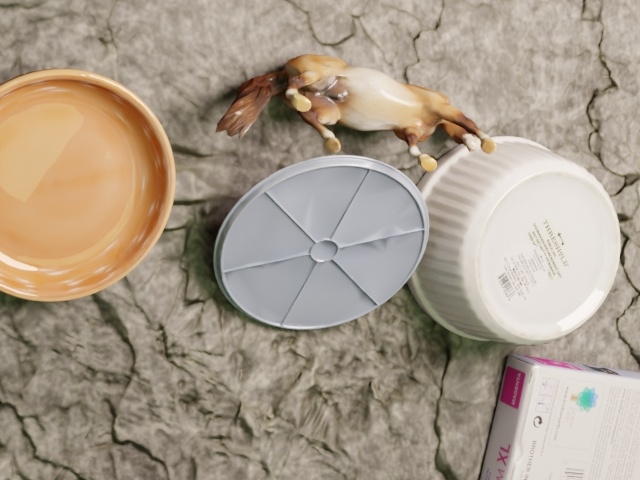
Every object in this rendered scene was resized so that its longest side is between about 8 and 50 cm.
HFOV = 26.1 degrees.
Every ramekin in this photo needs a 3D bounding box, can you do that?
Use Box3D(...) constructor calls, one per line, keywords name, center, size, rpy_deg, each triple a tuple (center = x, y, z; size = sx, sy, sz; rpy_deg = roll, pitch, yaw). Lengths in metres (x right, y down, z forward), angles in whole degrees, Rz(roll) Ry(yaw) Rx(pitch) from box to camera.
Box3D(name="ramekin", center=(0.192, 0.006, 1.336), size=(0.207, 0.109, 0.207), rpy_deg=(-5, 103, -25))

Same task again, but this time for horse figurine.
Box3D(name="horse figurine", center=(0.038, -0.115, 1.228), size=(0.263, 0.174, 0.066), rpy_deg=(9, 111, -13))

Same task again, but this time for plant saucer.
Box3D(name="plant saucer", center=(-0.222, -0.048, 1.159), size=(0.200, 0.037, 0.200), rpy_deg=(-8, 109, -23))

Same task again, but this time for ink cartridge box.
Box3D(name="ink cartridge box", center=(0.319, 0.231, 1.466), size=(0.311, 0.065, 0.186), rpy_deg=(10, 95, -24))

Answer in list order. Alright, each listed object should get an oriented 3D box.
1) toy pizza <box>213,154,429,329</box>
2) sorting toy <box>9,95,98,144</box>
Box3D(name="toy pizza", center=(0.000, 0.000, 1.255), size=(0.201, 0.032, 0.201), rpy_deg=(-9, 131, -11))
Box3D(name="sorting toy", center=(-0.233, -0.099, 1.167), size=(0.062, 0.012, 0.083), rpy_deg=(-32, 115, -12))
